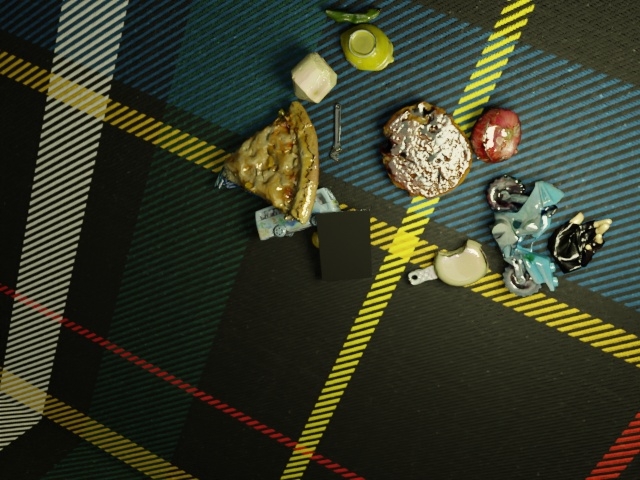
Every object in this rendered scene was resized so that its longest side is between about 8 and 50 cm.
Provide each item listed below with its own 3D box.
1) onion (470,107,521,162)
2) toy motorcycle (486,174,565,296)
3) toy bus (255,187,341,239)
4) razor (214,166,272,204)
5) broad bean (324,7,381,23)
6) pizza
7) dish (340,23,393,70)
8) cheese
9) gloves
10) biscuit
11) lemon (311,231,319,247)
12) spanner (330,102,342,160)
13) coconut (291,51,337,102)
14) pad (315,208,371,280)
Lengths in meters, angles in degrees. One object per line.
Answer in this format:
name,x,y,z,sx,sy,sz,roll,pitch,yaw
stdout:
onion,0.566,-0.349,1.395,0.183,0.147,0.184,-9,119,-17
toy motorcycle,0.694,-0.022,1.396,0.232,0.172,0.417,-10,92,35
toy bus,-0.087,-0.098,1.638,0.329,0.109,0.136,-17,88,17
razor,-0.268,-0.196,1.661,0.324,0.056,0.093,24,93,22
broad bean,0.107,-0.764,1.441,0.195,0.061,0.046,2,144,10
pizza,-0.140,-0.314,1.553,0.434,0.080,0.392,32,97,19
dish,0.153,-0.662,1.444,0.207,0.080,0.149,27,109,8
cheese,0.462,0.100,1.554,0.286,0.082,0.163,-17,98,19
gloves,0.863,0.000,1.399,0.203,0.124,0.165,-34,75,28
biscuit,0.361,-0.309,1.479,0.289,0.081,0.334,-30,99,19
lemon,0.000,0.000,1.657,0.062,0.062,0.083,-39,92,20
spanner,0.060,-0.399,1.568,0.046,0.012,0.209,5,105,14
coconut,-0.032,-0.564,1.485,0.152,0.147,0.147,-40,91,17
pad,0.092,0.023,1.606,0.202,0.005,0.300,-5,119,3
